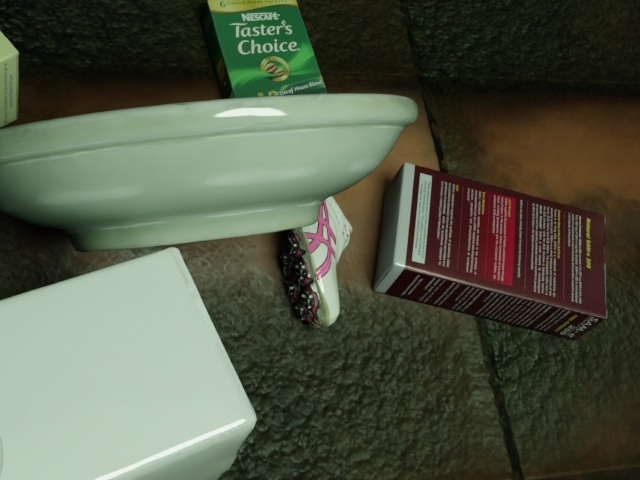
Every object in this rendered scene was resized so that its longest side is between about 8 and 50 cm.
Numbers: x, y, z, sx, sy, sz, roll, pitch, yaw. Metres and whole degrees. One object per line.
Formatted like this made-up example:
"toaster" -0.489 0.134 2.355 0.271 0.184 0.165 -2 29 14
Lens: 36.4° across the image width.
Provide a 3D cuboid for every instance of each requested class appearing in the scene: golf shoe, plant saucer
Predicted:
"golf shoe" 0.000 0.000 1.000 0.085 0.067 0.186 -3 64 -21
"plant saucer" -0.112 -0.052 0.840 0.400 0.400 0.101 -7 93 -21

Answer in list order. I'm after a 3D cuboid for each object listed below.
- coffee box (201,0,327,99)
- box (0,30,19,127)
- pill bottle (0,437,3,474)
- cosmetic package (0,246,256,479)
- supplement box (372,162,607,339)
"coffee box" -0.060 -0.192 1.098 0.113 0.040 0.184 -7 65 -21
"box" -0.448 -0.169 0.918 0.243 0.117 0.213 -35 77 -30
"pill bottle" -0.301 0.111 0.498 0.361 0.204 0.204 42 59 7
"cosmetic package" -0.298 0.181 0.714 0.453 0.230 0.162 -18 69 -26
"supplement box" 0.185 0.013 1.049 0.239 0.073 0.130 14 60 -9
